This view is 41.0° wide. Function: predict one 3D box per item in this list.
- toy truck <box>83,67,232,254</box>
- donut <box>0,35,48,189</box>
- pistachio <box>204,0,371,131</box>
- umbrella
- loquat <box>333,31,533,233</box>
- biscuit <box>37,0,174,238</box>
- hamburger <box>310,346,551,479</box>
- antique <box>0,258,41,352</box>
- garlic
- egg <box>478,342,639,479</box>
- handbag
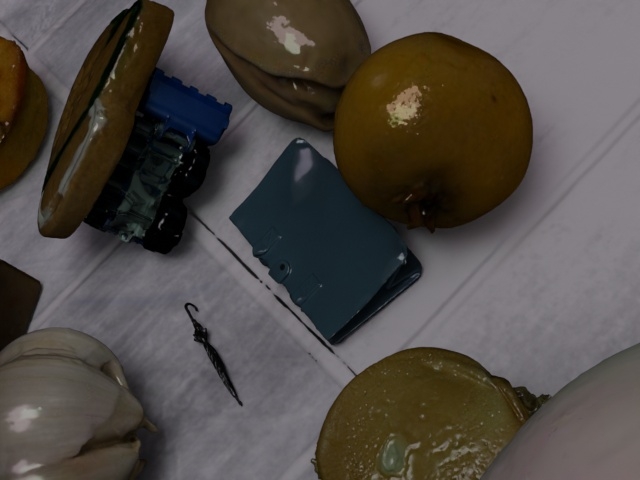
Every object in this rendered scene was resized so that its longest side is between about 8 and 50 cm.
[{"bbox_3d":[-0.205,-0.097,1.063,0.208,0.113,0.126,-65,24,0],"label":"toy truck"},{"bbox_3d":[-0.503,-0.174,1.229,0.254,0.118,0.253,-8,66,19],"label":"donut"},{"bbox_3d":[-0.045,-0.265,1.059,0.182,0.162,0.293,-17,53,-22],"label":"pistachio"},{"bbox_3d":[-0.126,0.129,0.983,0.022,0.022,0.148,-49,54,26],"label":"umbrella"},{"bbox_3d":[0.113,-0.110,0.893,0.208,0.208,0.208,-9,63,18],"label":"loquat"},{"bbox_3d":[-0.272,-0.177,1.063,0.287,0.057,0.343,-46,31,36],"label":"biscuit"},{"bbox_3d":[0.101,0.199,0.798,0.215,0.122,0.189,10,63,30],"label":"hamburger"},{"bbox_3d":[-0.453,0.176,1.056,0.093,0.087,0.309,3,68,26],"label":"antique"},{"bbox_3d":[-0.275,0.224,0.905,0.203,0.184,0.281,-8,61,1],"label":"garlic"},{"bbox_3d":[0.234,0.258,0.575,0.340,0.354,0.354,-27,59,10],"label":"egg"},{"bbox_3d":[0.000,0.000,0.978,0.144,0.057,0.221,-45,59,6],"label":"handbag"}]
